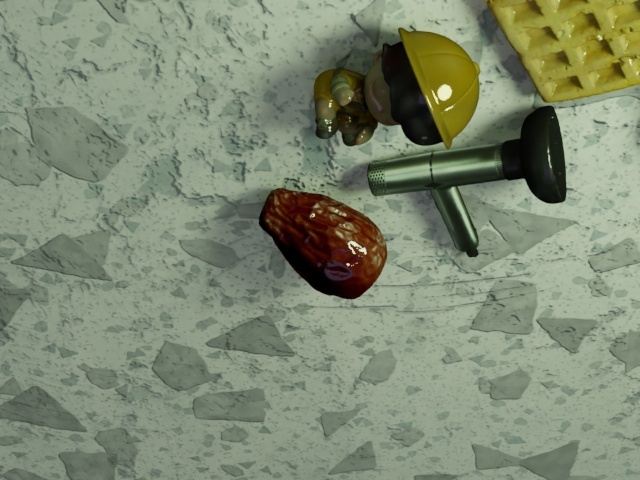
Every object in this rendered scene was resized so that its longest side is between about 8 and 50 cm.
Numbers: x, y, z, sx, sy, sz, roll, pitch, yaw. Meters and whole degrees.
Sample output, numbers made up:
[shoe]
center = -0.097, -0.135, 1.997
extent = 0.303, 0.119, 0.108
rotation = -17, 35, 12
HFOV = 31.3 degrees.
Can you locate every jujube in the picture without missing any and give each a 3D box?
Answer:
[jujube]
center = 0.000, 0.000, 1.949
extent = 0.236, 0.168, 0.168
rotation = 31, 130, -8

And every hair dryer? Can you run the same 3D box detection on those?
[hair dryer]
center = 0.278, -0.094, 1.923
extent = 0.320, 0.156, 0.284
rotation = -11, 158, 28

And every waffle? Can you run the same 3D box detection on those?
[waffle]
center = 0.384, -0.306, 1.657
extent = 0.221, 0.055, 0.248
rotation = -10, 138, 33

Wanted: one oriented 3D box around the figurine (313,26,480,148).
[figurine]
center = 0.112, -0.224, 1.704
extent = 0.256, 0.167, 0.192
rotation = 2, 156, 29
